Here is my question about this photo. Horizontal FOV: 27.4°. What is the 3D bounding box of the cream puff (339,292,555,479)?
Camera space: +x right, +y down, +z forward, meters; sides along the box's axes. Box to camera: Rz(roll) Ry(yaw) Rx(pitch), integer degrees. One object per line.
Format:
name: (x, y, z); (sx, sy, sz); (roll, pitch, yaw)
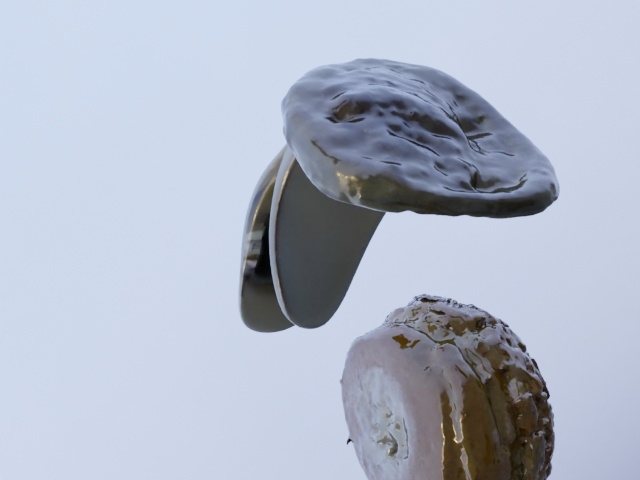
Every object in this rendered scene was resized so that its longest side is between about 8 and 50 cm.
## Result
cream puff: (0.088, 0.116, 0.844); (0.115, 0.165, 0.150); (-4, 1, -28)

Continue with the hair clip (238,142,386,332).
hair clip: (-0.007, -0.009, 1.595); (0.172, 0.113, 0.282); (19, -90, -32)

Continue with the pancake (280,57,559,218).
pancake: (0.083, -0.085, 1.035); (0.242, 0.242, 0.050); (-14, -47, -39)
